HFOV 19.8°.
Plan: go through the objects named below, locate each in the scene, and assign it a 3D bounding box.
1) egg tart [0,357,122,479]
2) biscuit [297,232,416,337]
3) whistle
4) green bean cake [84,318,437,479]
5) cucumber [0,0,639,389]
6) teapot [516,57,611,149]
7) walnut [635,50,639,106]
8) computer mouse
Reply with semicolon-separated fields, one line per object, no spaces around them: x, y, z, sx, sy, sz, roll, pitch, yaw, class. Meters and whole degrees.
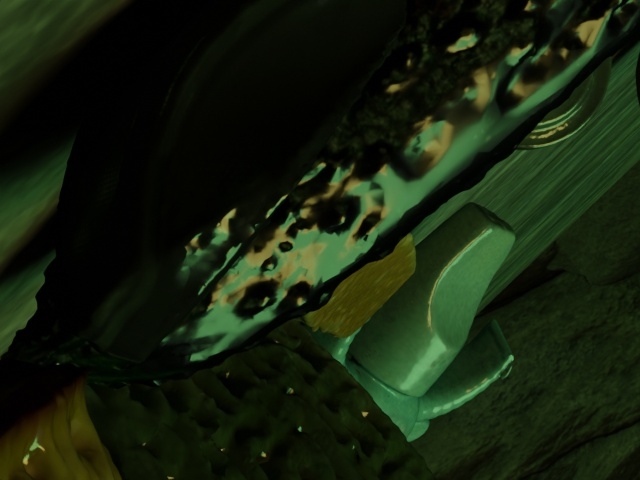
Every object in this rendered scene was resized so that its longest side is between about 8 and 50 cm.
-0.109;0.132;0.380;0.215;0.171;0.215;-32;-177;2;egg tart
0.000;0.000;0.688;0.052;0.056;0.188;-47;172;-1;biscuit
0.026;0.087;1.190;0.274;0.093;0.186;-50;145;14;whistle
-0.030;0.105;0.647;0.094;0.173;0.181;-45;170;25;green bean cake
0.032;-0.053;0.519;0.300;0.072;0.072;-43;173;-13;cucumber
0.061;-0.063;0.691;0.088;0.066;0.057;-21;-174;-11;teapot
0.325;-0.135;1.337;0.207;0.167;0.167;-47;173;1;walnut
-0.023;-0.032;0.420;0.135;0.047;0.079;-54;-170;-30;computer mouse
